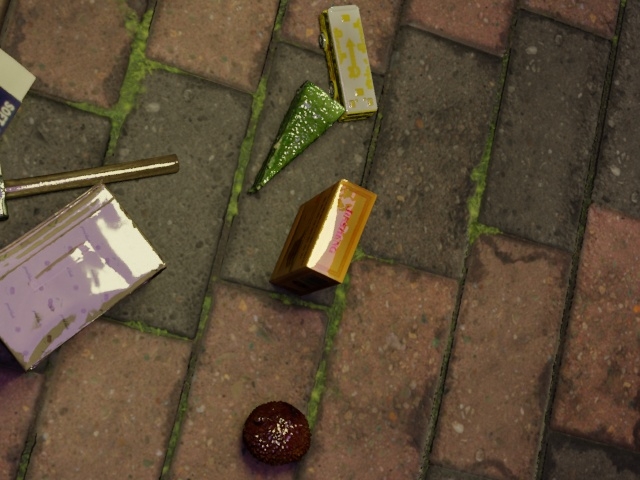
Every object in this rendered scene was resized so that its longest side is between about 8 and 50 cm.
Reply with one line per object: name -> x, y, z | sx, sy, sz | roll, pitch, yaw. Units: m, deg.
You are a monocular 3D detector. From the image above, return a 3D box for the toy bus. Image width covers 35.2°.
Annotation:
toy bus -> 0.052, -0.355, 2.029 | 0.081, 0.074, 0.226 | -7, 86, -17

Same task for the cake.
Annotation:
cake -> -0.045, -0.180, 1.961 | 0.099, 0.100, 0.235 | 28, 75, -11

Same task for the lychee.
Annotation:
lychee -> -0.077, 0.361, 1.871 | 0.129, 0.123, 0.123 | 45, 73, -16

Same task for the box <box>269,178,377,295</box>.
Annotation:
box -> 0.000, 0.000, 1.859 | 0.076, 0.274, 0.174 | 26, 76, -11

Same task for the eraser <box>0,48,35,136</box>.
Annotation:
eraser -> -0.627, -0.209, 1.768 | 0.124, 0.081, 0.279 | 40, 73, -46

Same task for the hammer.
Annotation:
hammer -> -0.442, -0.118, 1.870 | 0.365, 0.043, 0.111 | -11, 84, -20

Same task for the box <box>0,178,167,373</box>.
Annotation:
box -> -0.445, 0.069, 1.741 | 0.297, 0.225, 0.190 | -37, 93, -17
